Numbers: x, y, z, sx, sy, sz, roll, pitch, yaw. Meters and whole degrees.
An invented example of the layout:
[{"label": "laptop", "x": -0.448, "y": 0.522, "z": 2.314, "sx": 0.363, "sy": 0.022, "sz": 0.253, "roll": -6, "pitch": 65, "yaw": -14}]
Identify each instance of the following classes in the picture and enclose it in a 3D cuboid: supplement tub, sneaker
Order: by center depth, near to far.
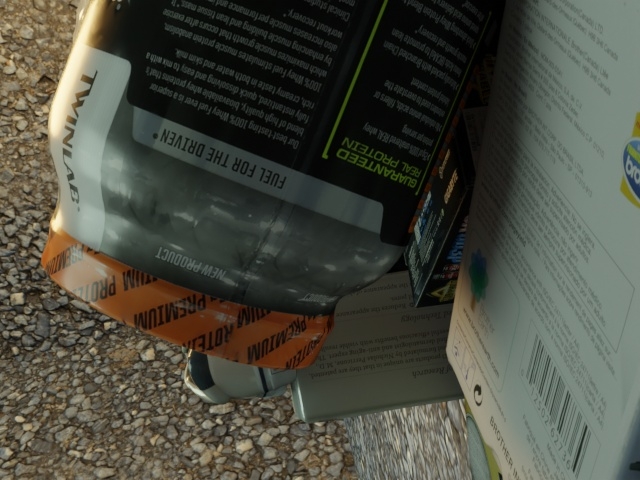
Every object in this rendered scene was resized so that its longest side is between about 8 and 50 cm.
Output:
[{"label": "supplement tub", "x": -0.014, "y": -0.109, "z": 0.455, "sx": 0.193, "sy": 0.193, "sz": 0.316, "roll": -129, "pitch": 60, "yaw": -81}, {"label": "sneaker", "x": -0.078, "y": 0.098, "z": 0.804, "sx": 0.258, "sy": 0.091, "sz": 0.094, "roll": 113, "pitch": 148, "yaw": -77}]

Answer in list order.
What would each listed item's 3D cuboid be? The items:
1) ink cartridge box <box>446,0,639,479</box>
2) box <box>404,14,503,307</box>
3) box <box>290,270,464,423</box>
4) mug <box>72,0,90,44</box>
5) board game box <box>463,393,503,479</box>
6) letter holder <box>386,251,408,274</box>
[{"label": "ink cartridge box", "x": 0.120, "y": -0.020, "z": 0.367, "sx": 0.186, "sy": 0.065, "sz": 0.311, "roll": -107, "pitch": 16, "yaw": -58}, {"label": "box", "x": 0.086, "y": -0.069, "z": 0.617, "sx": 0.220, "sy": 0.051, "sz": 0.175, "roll": 94, "pitch": 169, "yaw": -68}, {"label": "box", "x": 0.056, "y": 0.100, "z": 0.865, "sx": 0.181, "sy": 0.182, "sz": 0.119, "roll": 113, "pitch": 149, "yaw": -81}, {"label": "mug", "x": -0.059, "y": -0.105, "z": 0.842, "sx": 0.374, "sy": 0.276, "sz": 0.328, "roll": 42, "pitch": -145, "yaw": -44}, {"label": "board game box", "x": 0.154, "y": 0.168, "z": 0.645, "sx": 0.243, "sy": 0.042, "sz": 0.165, "roll": -111, "pitch": 12, "yaw": -70}, {"label": "letter holder", "x": 0.000, "y": 0.000, "z": 1.168, "sx": 0.302, "sy": 0.214, "sz": 0.152, "roll": -136, "pitch": 37, "yaw": -83}]
